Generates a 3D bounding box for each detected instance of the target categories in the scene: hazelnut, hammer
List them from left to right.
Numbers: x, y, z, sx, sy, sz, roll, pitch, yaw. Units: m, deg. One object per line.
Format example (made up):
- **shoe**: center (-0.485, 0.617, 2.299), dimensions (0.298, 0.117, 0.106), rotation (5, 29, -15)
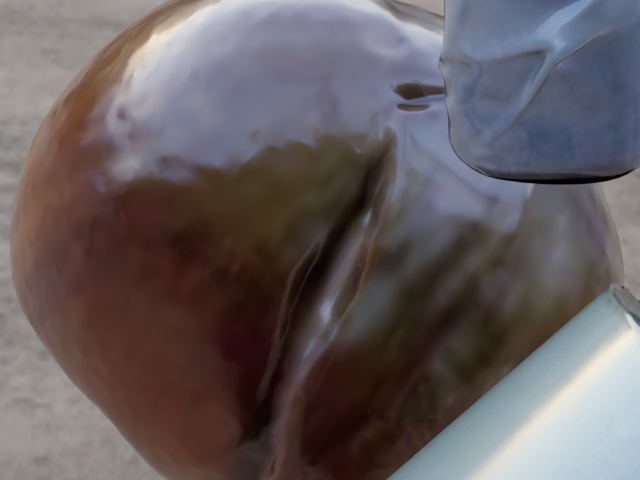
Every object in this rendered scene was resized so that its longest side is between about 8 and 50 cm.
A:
- **hazelnut**: center (0.000, 0.000, 0.994), dimensions (0.372, 0.372, 0.315), rotation (16, 53, 9)
- **hammer**: center (0.035, -0.195, 0.226), dimensions (0.152, 0.426, 0.044), rotation (-3, 30, 10)

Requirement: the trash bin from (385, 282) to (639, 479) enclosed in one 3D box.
- **trash bin**: center (0.046, 0.250, 0.665), dimensions (0.280, 0.432, 0.280), rotation (43, 10, -10)
